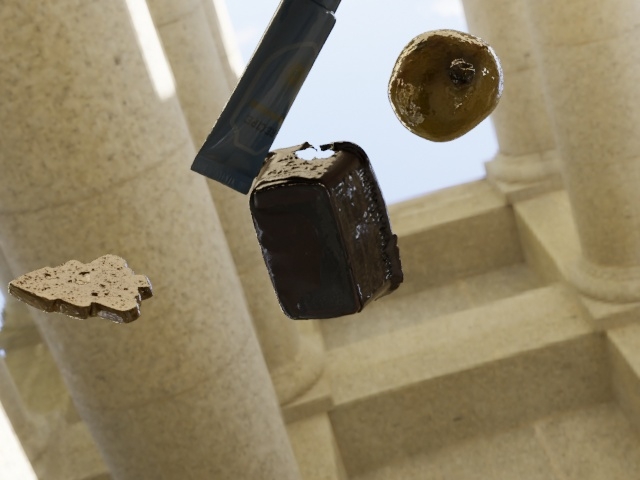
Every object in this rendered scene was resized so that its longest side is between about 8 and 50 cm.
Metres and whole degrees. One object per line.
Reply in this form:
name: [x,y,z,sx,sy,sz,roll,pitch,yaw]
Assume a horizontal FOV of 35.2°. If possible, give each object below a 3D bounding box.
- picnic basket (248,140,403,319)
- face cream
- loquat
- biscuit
picnic basket: [0.000,0.000,1.621,0.222,0.297,0.129,-6,-156,24]
face cream: [-0.060,-0.254,1.484,0.086,0.135,0.385,31,-86,36]
loquat: [0.229,-0.284,1.814,0.213,0.214,0.246,-21,-178,-9]
biscuit: [-0.405,0.086,1.713,0.238,0.041,0.212,-1,-152,-19]
